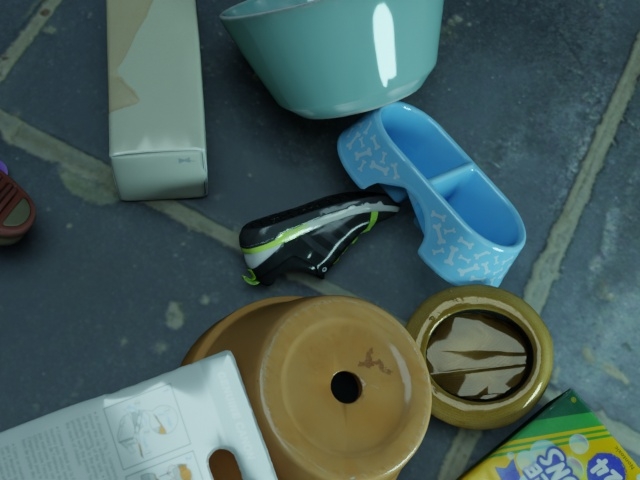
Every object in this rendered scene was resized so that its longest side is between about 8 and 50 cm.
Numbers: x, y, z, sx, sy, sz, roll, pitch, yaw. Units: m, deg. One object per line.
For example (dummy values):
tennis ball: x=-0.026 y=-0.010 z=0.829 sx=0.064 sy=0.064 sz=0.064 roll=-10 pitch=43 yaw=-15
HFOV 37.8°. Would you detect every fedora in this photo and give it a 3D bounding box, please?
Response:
fedora: x=0.193 y=0.148 z=1.188 sx=0.194 sy=0.079 sz=0.194 roll=0 pitch=81 yaw=-3

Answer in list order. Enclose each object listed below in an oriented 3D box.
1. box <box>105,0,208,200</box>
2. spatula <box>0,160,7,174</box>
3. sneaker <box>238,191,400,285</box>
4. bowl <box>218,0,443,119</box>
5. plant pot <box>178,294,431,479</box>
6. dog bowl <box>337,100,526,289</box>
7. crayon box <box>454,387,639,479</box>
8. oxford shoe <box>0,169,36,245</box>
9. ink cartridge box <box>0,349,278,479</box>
box: x=-0.220 y=-0.222 z=1.261 sx=0.121 sy=0.148 sz=0.311 roll=-3 pitch=67 yaw=-7
spatula: x=-0.555 y=-0.112 z=1.236 sx=0.296 sy=0.030 sz=0.084 roll=21 pitch=67 yaw=2
sneaker: x=0.000 y=0.000 z=1.248 sx=0.234 sy=0.084 sz=0.097 roll=-17 pitch=104 yaw=-17
bowl: x=0.034 y=-0.266 z=1.253 sx=0.311 sy=0.311 sz=0.163 roll=-20 pitch=110 yaw=-14
plant pot: x=-0.009 y=0.184 z=1.055 sx=0.291 sy=0.203 sz=0.291 roll=7 pitch=68 yaw=-19
dog bowl: x=0.153 y=-0.067 z=1.238 sx=0.297 sy=0.074 sz=0.166 roll=50 pitch=37 yaw=13
crayon box: x=0.243 y=0.356 z=1.116 sx=0.323 sy=0.083 sz=0.203 roll=-35 pitch=76 yaw=-18
oxford shoe: x=-0.525 y=-0.056 z=1.177 sx=0.348 sy=0.130 sz=0.123 roll=21 pitch=37 yaw=3
ink cartridge box: x=-0.216 y=0.320 z=0.941 sx=0.385 sy=0.091 sz=0.308 roll=-21 pitch=77 yaw=-3
